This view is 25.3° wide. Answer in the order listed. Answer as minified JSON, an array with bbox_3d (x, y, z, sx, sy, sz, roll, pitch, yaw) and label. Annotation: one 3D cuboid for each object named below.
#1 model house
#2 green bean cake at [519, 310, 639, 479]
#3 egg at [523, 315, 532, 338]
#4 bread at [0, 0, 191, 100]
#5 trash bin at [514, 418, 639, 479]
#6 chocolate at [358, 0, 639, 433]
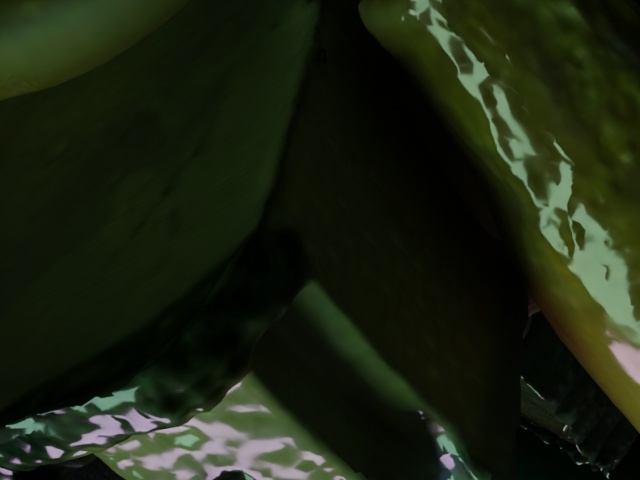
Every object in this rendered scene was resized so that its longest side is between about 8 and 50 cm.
[{"bbox_3d":[-0.029,0.032,0.679,0.261,0.321,0.266,-25,127,31],"label":"model house"},{"bbox_3d":[0.159,0.080,1.086,0.173,0.094,0.181,30,168,43],"label":"green bean cake"},{"bbox_3d":[0.000,0.000,0.940,0.295,0.218,0.218,22,166,17],"label":"egg"},{"bbox_3d":[-0.191,-0.258,0.531,0.424,0.329,0.245,43,-150,-31],"label":"bread"},{"bbox_3d":[0.153,0.237,1.269,0.381,0.259,0.295,25,-152,23],"label":"trash bin"},{"bbox_3d":[0.187,0.019,0.625,0.445,0.162,0.162,46,168,-24],"label":"chocolate"}]
